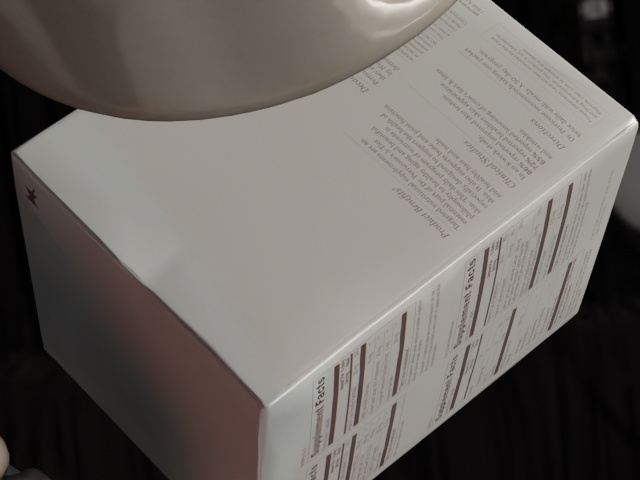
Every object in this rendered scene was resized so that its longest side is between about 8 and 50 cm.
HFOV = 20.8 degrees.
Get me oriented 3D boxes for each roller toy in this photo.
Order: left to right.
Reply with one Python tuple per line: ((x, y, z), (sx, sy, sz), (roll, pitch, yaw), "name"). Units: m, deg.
((-0.038, -0.146, 0.505), (0.209, 0.191, 0.146), (-20, -42, 3), "roller toy")

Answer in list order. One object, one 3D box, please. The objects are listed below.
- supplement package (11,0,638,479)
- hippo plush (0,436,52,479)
((0.000, 0.000, 0.968), (0.263, 0.199, 0.198), (-36, -25, -24), "supplement package")
((-0.264, 0.181, 0.905), (0.236, 0.294, 0.234), (-50, 6, -14), "hippo plush")
